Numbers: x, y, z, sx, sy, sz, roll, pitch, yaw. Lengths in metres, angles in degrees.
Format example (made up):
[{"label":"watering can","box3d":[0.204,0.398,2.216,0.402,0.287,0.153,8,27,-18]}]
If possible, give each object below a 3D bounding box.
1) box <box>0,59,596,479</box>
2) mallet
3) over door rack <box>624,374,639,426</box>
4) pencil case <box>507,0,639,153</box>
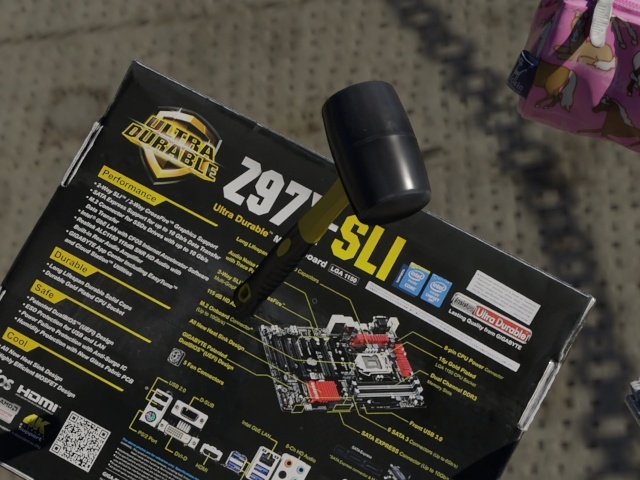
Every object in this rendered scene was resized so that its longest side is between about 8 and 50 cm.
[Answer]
[{"label":"box","box3d":[-0.036,0.077,1.035,0.322,0.079,0.257,27,78,7]},{"label":"mallet","box3d":[0.000,0.000,0.835,0.039,0.189,0.062,-8,61,-28]},{"label":"over door rack","box3d":[0.211,0.188,0.784,0.108,0.239,0.324,-19,2,17]},{"label":"pencil case","box3d":[0.360,-0.123,1.443,0.386,0.160,0.167,20,20,9]}]
